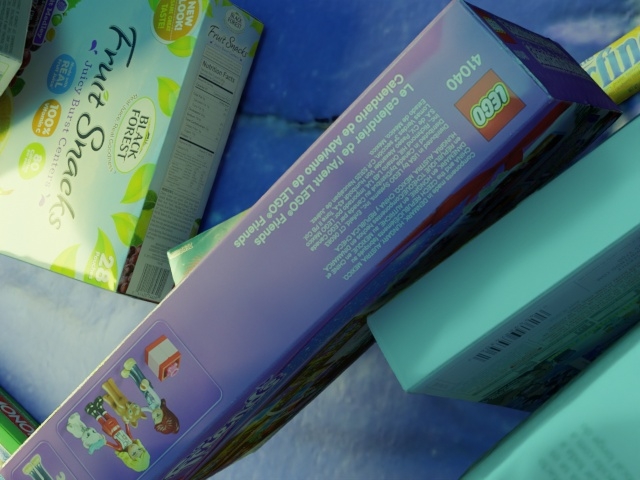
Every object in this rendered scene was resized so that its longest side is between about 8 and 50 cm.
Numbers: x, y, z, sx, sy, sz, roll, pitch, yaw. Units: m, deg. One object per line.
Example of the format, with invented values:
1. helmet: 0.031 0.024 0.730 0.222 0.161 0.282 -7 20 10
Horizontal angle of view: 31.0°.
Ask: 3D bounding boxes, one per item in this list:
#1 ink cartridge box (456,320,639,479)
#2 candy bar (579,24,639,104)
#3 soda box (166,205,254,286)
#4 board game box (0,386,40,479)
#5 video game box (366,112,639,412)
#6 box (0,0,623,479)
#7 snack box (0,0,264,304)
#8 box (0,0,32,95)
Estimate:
1. ink cartridge box: 0.128 0.258 0.522 0.385 0.091 0.308 -44 77 15
2. candy bar: 0.162 -0.092 0.660 0.161 0.018 0.040 -31 65 19
3. soda box: 0.000 0.000 0.703 0.183 0.063 0.058 -27 67 21
4. board game box: -0.304 0.251 0.825 0.213 0.046 0.317 35 96 29
5. video game box: 0.147 0.007 0.548 0.205 0.187 0.048 -38 62 16
6. box: 0.006 0.018 0.554 0.293 0.201 0.057 -45 79 18
7. snack box: -0.152 -0.077 0.801 0.175 0.070 0.207 16 88 32
8. box: -0.287 -0.126 0.811 0.203 0.103 0.114 -39 41 45
